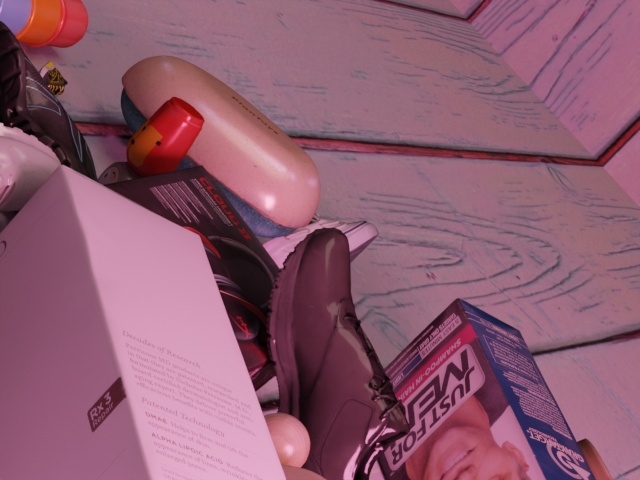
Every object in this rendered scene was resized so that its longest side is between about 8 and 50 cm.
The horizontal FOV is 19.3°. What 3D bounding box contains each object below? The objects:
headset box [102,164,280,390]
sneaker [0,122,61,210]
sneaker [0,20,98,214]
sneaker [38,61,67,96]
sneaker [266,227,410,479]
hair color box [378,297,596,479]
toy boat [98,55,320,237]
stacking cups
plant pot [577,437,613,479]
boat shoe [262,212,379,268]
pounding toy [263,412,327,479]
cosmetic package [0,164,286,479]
[{"bbox_3d":[-0.132,0.051,1.788,0.218,0.110,0.293,53,21,8],"label":"headset box"},{"bbox_3d":[-0.330,-0.056,1.689,0.235,0.090,0.095,10,33,-38],"label":"sneaker"},{"bbox_3d":[-0.296,-0.107,1.878,0.267,0.101,0.106,62,12,27],"label":"sneaker"},{"bbox_3d":[-0.297,-0.173,2.067,0.035,0.031,0.083,41,20,-9],"label":"sneaker"},{"bbox_3d":[0.020,0.131,1.712,0.109,0.130,0.286,11,81,-68],"label":"sneaker"},{"bbox_3d":[0.169,0.239,1.916,0.105,0.174,0.347,28,24,-34],"label":"hair color box"},{"bbox_3d":[-0.145,-0.087,2.050,0.267,0.148,0.318,41,13,10],"label":"toy boat"},{"bbox_3d":[-0.363,-0.251,2.043,0.096,0.096,0.316,51,16,19],"label":"stacking cups"},{"bbox_3d":[0.276,0.334,1.958,0.237,0.110,0.237,157,-90,-90],"label":"plant pot"},{"bbox_3d":[0.000,0.000,2.209,0.076,0.083,0.226,47,21,7],"label":"boat shoe"},{"bbox_3d":[-0.048,0.267,1.507,0.110,0.183,0.237,61,2,-39],"label":"pounding toy"},{"bbox_3d":[-0.165,0.153,1.397,0.156,0.217,0.385,28,23,-37],"label":"cosmetic package"}]
